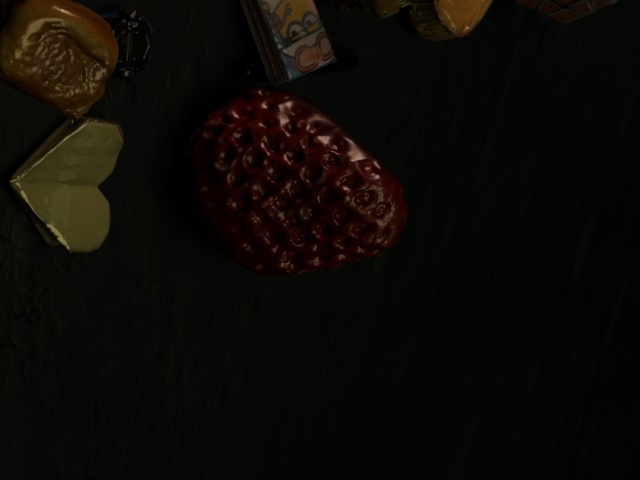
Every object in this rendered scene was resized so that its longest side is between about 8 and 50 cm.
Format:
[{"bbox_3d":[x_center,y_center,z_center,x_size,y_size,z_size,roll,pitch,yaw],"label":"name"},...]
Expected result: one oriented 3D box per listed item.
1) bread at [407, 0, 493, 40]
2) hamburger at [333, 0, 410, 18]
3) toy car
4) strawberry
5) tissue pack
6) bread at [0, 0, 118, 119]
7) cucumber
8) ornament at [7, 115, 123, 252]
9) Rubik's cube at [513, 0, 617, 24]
[{"bbox_3d":[0.237,-0.454,2.201,0.132,0.114,0.190,47,64,-37],"label":"bread"},{"bbox_3d":[0.115,-0.492,2.005,0.288,0.167,0.192,-38,134,-29],"label":"hamburger"},{"bbox_3d":[-0.327,-0.279,1.716,0.216,0.063,0.103,-13,117,-50],"label":"toy car"},{"bbox_3d":[-0.029,-0.066,1.917,0.295,0.345,0.318,-28,127,-38],"label":"strawberry"},{"bbox_3d":[-0.051,-0.339,1.941,0.115,0.065,0.155,-29,102,-37],"label":"tissue pack"},{"bbox_3d":[-0.380,-0.256,1.496,0.167,0.294,0.132,16,101,-46],"label":"bread"},{"bbox_3d":[-0.032,-0.298,2.031,0.284,0.056,0.056,-15,118,-46],"label":"cucumber"},{"bbox_3d":[-0.376,-0.085,1.764,0.180,0.059,0.201,1,104,-46],"label":"ornament"},{"bbox_3d":[0.466,-0.568,2.270,0.264,0.319,0.319,6,105,-75],"label":"Rubik's cube"}]
